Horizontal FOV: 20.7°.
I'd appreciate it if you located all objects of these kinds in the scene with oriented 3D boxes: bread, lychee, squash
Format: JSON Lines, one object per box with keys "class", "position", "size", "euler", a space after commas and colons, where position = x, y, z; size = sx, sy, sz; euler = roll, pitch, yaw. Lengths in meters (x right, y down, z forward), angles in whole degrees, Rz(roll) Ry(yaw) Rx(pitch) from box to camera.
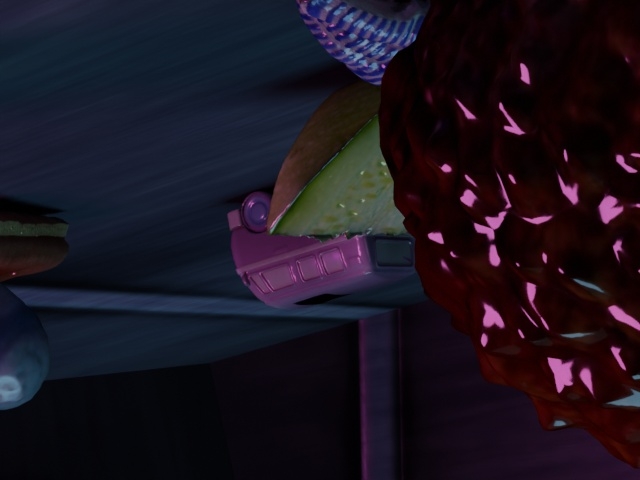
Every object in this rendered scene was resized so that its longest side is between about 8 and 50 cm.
{"class": "bread", "position": [-0.350, 0.006, 1.855], "size": [0.119, 0.067, 0.192], "euler": [-23, 171, 11]}
{"class": "lychee", "position": [0.227, -0.084, 0.988], "size": [0.424, 0.500, 0.424], "euler": [-51, -176, 6]}
{"class": "squash", "position": [0.093, -0.091, 1.594], "size": [0.237, 0.204, 0.155], "euler": [-4, -169, -44]}

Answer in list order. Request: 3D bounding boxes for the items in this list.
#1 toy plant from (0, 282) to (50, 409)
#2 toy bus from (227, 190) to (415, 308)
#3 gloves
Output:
{"class": "toy plant", "position": [-0.330, 0.051, 1.267], "size": [0.247, 0.332, 0.247], "euler": [-14, 170, -2]}
{"class": "toy bus", "position": [0.000, 0.000, 2.095], "size": [0.202, 0.142, 0.142], "euler": [-17, 172, 31]}
{"class": "gloves", "position": [0.061, -0.166, 1.278], "size": [0.229, 0.097, 0.119], "euler": [3, 133, -47]}
